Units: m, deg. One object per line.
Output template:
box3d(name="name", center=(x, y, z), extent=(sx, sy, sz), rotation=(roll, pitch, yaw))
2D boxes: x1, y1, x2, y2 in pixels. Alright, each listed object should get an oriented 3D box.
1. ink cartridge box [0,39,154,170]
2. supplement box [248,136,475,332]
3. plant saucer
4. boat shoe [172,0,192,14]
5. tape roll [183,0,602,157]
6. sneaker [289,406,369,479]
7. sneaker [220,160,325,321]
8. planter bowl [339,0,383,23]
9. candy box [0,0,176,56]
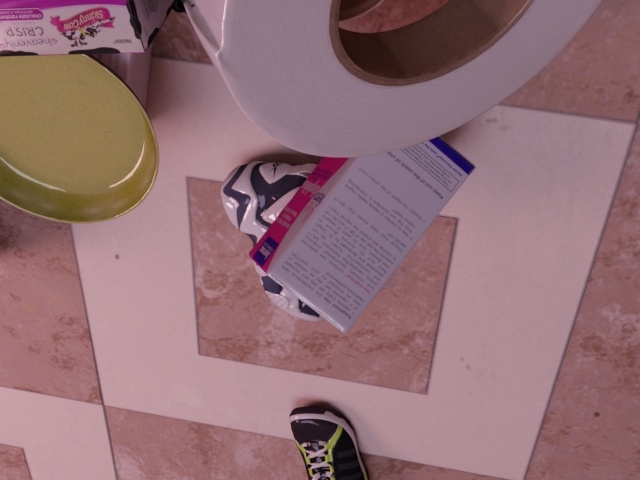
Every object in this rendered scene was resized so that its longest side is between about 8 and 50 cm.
box3d(name="ink cartridge box", center=(-0.310, -0.198, 1.046), extent=(0.237, 0.100, 0.172), rotation=(16, 133, 0))
box3d(name="supplement box", center=(0.040, -0.029, 1.023), extent=(0.114, 0.111, 0.220), rotation=(37, 89, -18))
box3d(name="plant saucer", center=(-0.282, -0.119, 1.015), extent=(0.241, 0.037, 0.240), rotation=(7, 134, 7))
box3d(name="boat shoe", center=(-0.143, -0.260, 0.987), extent=(0.133, 0.042, 0.049), rotation=(22, 135, -4))
box3d(name="tape roll", center=(0.085, -0.228, 0.786), extent=(0.392, 0.072, 0.392), rotation=(-21, 148, -14))
box3d(name="sneaker", center=(0.019, 0.346, 1.453), extent=(0.084, 0.097, 0.234), rotation=(-12, 127, 24))
box3d(name="sneaker", center=(0.000, 0.000, 1.147), extent=(0.153, 0.094, 0.234), rotation=(-9, 119, 32))
box3d(name="planter bowl", center=(0.005, -0.292, 0.872), extent=(0.162, 0.109, 0.162), rotation=(7, 132, 8))
box3d(name="candy box", center=(-0.201, -0.255, 0.874), extent=(0.159, 0.233, 0.071), rotation=(2, 133, 14))
